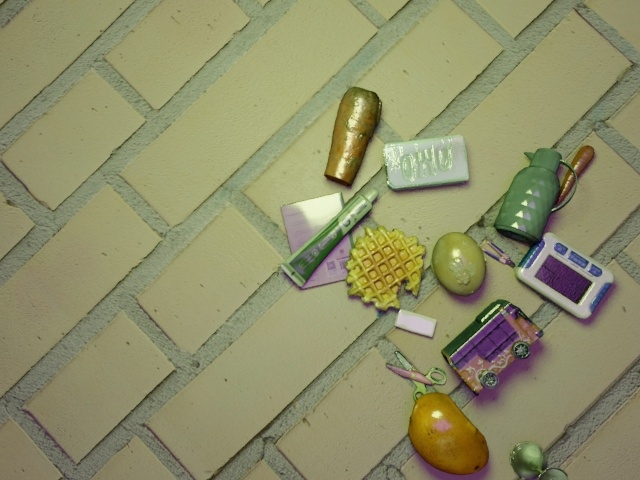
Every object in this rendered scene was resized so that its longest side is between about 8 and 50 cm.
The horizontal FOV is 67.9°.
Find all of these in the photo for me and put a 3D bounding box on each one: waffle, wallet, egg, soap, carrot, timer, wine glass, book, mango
[{"bbox_3d":[0.203,0.087,1.506,0.249,0.056,0.262,13,89,-1],"label":"waffle"},{"bbox_3d":[0.302,0.262,1.514,0.122,0.025,0.061,16,89,4],"label":"wallet"},{"bbox_3d":[0.422,0.072,1.456,0.164,0.164,0.202,-21,92,1],"label":"egg"},{"bbox_3d":[0.328,-0.245,1.506,0.261,0.094,0.150,-6,86,2],"label":"soap"},{"bbox_3d":[0.802,-0.207,1.512,0.048,0.048,0.216,30,93,4],"label":"carrot"},{"bbox_3d":[0.751,0.108,1.478,0.253,0.078,0.178,35,91,5],"label":"timer"},{"bbox_3d":[0.095,-0.331,1.505,0.138,0.139,0.302,21,93,3],"label":"carrot"},{"bbox_3d":[0.647,0.681,1.398,0.122,0.183,0.122,0,88,1],"label":"wine glass"},{"bbox_3d":[0.000,0.000,1.542,0.214,0.025,0.283,-11,87,1],"label":"book"},{"bbox_3d":[0.382,0.594,1.429,0.290,0.160,0.191,44,97,-7],"label":"mango"}]

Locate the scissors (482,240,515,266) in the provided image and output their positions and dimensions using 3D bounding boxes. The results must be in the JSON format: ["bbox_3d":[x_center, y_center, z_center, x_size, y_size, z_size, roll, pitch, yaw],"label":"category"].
[{"bbox_3d":[0.573,0.048,1.520,0.113,0.012,0.039,34,89,4],"label":"scissors"}]

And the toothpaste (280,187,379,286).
[{"bbox_3d":[0.041,-0.021,1.503,0.392,0.061,0.099,-45,94,1],"label":"toothpaste"}]

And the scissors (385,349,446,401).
[{"bbox_3d":[0.296,0.426,1.508,0.187,0.020,0.134,37,86,2],"label":"scissors"}]

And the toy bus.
[{"bbox_3d":[0.517,0.315,1.448,0.275,0.138,0.167,-42,84,2],"label":"toy bus"}]

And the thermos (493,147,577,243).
[{"bbox_3d":[0.663,-0.138,1.453,0.182,0.145,0.287,24,88,31],"label":"thermos"}]
